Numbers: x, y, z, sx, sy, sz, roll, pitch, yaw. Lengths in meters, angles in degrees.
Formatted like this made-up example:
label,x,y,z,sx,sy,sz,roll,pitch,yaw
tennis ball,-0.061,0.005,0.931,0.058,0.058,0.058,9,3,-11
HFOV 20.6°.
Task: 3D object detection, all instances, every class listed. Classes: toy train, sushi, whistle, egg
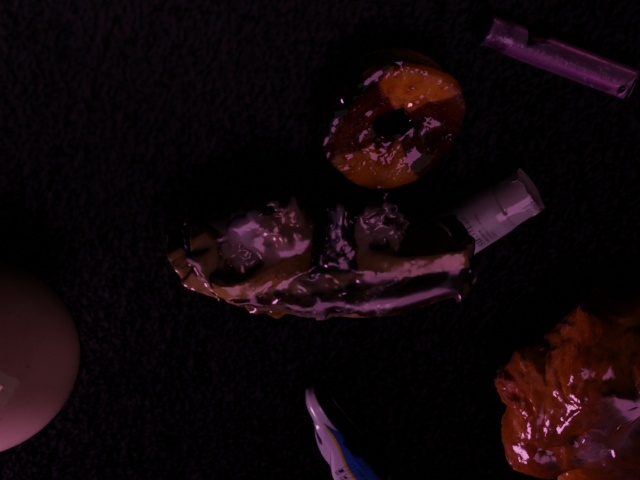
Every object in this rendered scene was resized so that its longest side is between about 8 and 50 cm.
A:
label,x,y,z,sx,sy,sz,roll,pitch,yaw
toy train,0.033,0.237,1.898,0.051,0.052,0.234,-28,128,14
sushi,-0.001,0.007,1.675,0.291,0.139,0.131,-3,108,-5
whistle,0.223,-0.171,1.643,0.176,0.033,0.033,17,121,-25
egg,-0.348,0.110,1.622,0.254,0.188,0.188,-11,129,1

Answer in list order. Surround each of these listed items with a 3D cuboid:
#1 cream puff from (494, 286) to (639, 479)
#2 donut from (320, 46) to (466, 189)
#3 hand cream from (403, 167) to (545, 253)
label,x,y,z,sx,sy,sz,roll,pitch,yaw
cream puff,0.308,0.166,1.844,0.241,0.155,0.269,17,123,-24
donut,0.063,-0.118,1.629,0.140,0.059,0.140,-7,127,-9
hand cream,0.124,0.000,1.742,0.205,0.050,0.078,-32,124,17
